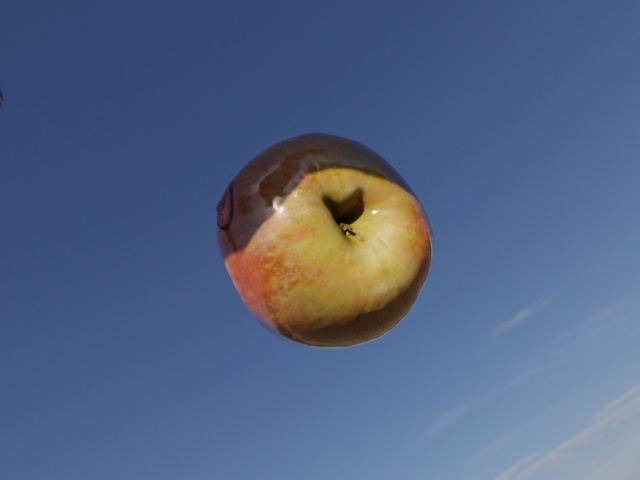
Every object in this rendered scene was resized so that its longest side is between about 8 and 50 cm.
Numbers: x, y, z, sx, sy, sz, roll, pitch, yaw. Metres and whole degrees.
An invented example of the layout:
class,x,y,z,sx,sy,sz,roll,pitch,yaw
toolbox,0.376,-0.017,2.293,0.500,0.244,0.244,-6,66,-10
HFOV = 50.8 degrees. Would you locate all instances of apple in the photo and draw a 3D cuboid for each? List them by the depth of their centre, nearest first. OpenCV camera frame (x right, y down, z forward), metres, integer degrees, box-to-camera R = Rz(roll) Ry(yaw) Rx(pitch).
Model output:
class,x,y,z,sx,sy,sz,roll,pitch,yaw
apple,0.000,0.000,0.643,0.209,0.210,0.164,-15,-14,-29

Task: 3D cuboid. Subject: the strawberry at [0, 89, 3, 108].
class,x,y,z,sx,sy,sz,roll,pitch,yaw
strawberry,-0.342,-0.155,0.586,0.086,0.145,0.145,-41,-31,-3
